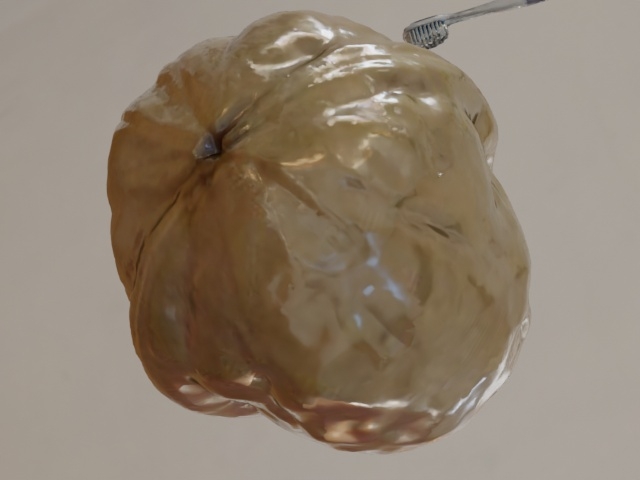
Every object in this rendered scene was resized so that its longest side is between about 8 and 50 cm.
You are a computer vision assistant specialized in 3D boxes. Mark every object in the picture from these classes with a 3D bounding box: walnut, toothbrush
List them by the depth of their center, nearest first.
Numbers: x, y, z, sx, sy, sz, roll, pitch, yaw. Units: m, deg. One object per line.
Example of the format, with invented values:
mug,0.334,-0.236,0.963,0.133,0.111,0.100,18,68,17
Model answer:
walnut,0.000,0.000,1.407,0.381,0.381,0.381,54,15,-22
toothbrush,0.216,-0.236,1.661,0.024,0.288,0.026,65,9,-53
